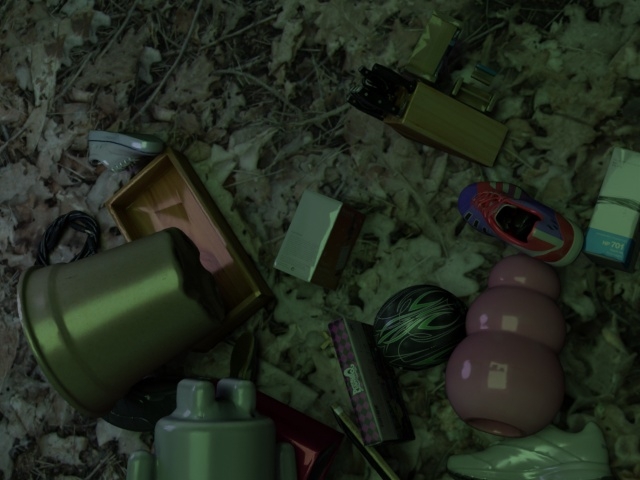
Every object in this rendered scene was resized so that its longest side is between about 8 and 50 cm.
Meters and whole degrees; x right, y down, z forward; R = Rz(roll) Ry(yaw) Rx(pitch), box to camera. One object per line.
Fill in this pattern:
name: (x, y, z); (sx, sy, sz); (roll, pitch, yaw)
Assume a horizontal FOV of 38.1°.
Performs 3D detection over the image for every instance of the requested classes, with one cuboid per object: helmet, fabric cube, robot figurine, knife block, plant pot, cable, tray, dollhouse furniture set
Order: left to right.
cable: (-0.600, 0.012, 2.164); (0.185, 0.047, 0.150); (-21, 73, 20)
plant pot: (-0.372, 0.135, 1.834); (0.306, 0.334, 0.333); (-26, 71, 8)
tray: (-0.289, 0.018, 2.011); (0.203, 0.076, 0.411); (-39, 69, 13)
robot figurine: (-0.172, 0.404, 1.520); (0.200, 0.300, 0.353); (165, 107, -68)
fabric cube: (-0.140, 0.432, 1.741); (0.258, 0.254, 0.259); (25, 91, 12)
helmet: (0.183, 0.161, 1.717); (0.169, 0.162, 0.169); (-1, 89, 41)
knife block: (0.193, -0.243, 1.750); (0.276, 0.242, 0.088); (24, 92, 25)
dollhouse furniture set: (0.271, -0.342, 1.817); (0.184, 0.129, 0.129); (27, 92, 1)

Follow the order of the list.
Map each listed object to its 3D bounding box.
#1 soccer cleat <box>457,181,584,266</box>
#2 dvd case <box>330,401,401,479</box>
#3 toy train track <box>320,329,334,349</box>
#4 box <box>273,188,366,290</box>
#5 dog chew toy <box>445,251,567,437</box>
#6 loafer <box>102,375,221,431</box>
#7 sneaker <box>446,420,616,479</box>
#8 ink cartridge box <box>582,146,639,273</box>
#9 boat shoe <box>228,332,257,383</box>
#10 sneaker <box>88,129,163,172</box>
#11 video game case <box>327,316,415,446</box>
soccer cleat: (0.332, -0.049, 1.663); (0.108, 0.116, 0.318); (-63, 33, 7)
dvd case: (0.101, 0.405, 1.719); (0.018, 0.164, 0.221); (-38, 67, -10)
toy train track: (0.032, 0.213, 1.866); (0.048, 0.014, 0.083); (-46, 72, 3)
box: (0.000, 0.000, 1.853); (0.091, 0.130, 0.170); (23, 91, 26)
dog chew toy: (0.341, 0.173, 1.638); (0.207, 0.206, 0.331); (6, 65, 25)
loafer: (-0.340, 0.341, 1.979); (0.303, 0.095, 0.109); (-7, 108, 27)
sneaker: (0.370, 0.390, 1.649); (0.297, 0.111, 0.129); (-7, 58, 22)
ink cartridge box: (0.530, -0.051, 1.621); (0.082, 0.140, 0.190); (19, 89, 26)
boat shoe: (-0.157, 0.266, 1.920); (0.056, 0.049, 0.152); (16, 91, 44)
sneaker: (-0.440, -0.199, 2.096); (0.258, 0.094, 0.091); (12, 101, 48)
video game case: (0.097, 0.265, 1.718); (0.042, 0.210, 0.232); (-23, 73, 17)
